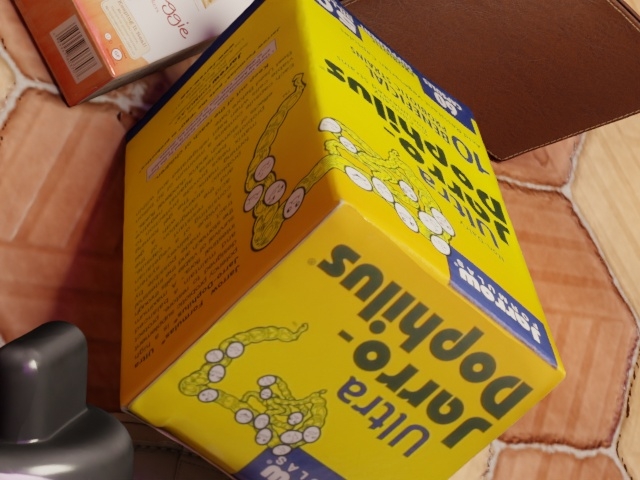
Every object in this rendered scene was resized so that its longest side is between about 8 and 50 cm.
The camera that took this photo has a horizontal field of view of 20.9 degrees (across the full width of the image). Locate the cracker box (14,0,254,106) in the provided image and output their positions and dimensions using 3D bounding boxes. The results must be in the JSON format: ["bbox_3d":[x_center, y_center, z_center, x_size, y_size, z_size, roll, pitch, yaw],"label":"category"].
[{"bbox_3d":[-0.132,-0.216,1.341,0.232,0.067,0.156,-31,94,-46],"label":"cracker box"}]

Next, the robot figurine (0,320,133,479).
[{"bbox_3d":[-0.195,0.183,0.991,0.173,0.209,0.278,-3,101,-42],"label":"robot figurine"}]

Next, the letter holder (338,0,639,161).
[{"bbox_3d":[0.156,-0.217,1.454,0.302,0.214,0.152,30,52,-45],"label":"letter holder"}]

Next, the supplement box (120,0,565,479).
[{"bbox_3d":[0.000,0.000,1.171,0.194,0.195,0.356,37,21,-25],"label":"supplement box"}]

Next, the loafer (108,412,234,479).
[{"bbox_3d":[-0.077,0.183,1.168,0.319,0.111,0.112,12,87,-37],"label":"loafer"}]
